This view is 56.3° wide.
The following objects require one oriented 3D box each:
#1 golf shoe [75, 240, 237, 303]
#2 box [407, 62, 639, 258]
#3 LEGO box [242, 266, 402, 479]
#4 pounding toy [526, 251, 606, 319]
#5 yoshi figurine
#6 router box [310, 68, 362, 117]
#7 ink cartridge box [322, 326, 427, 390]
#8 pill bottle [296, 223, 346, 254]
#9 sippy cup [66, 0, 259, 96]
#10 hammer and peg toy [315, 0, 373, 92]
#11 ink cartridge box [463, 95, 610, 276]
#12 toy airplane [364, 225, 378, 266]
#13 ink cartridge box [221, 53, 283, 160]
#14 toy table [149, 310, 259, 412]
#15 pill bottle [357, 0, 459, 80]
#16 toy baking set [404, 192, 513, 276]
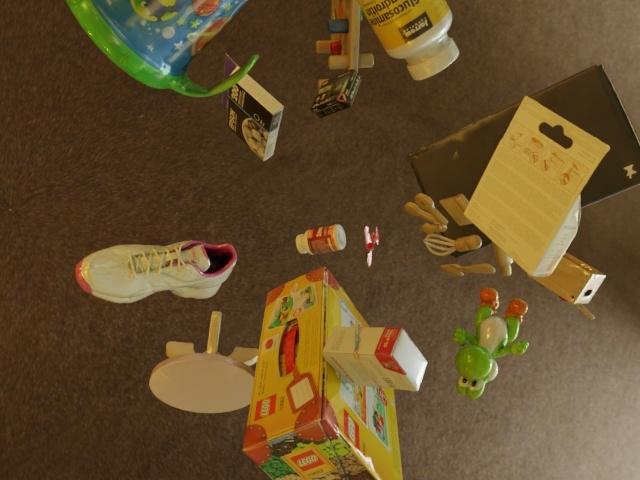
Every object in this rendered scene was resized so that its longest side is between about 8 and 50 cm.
[{"bbox_3d":[-0.293,0.042,1.116,0.306,0.140,0.115,0,63,-46],"label":"golf shoe"},{"bbox_3d":[0.536,-0.194,1.583,0.479,0.471,0.298,-24,90,19],"label":"box"},{"bbox_3d":[0.022,0.371,1.449,0.193,0.500,0.373,-26,119,18],"label":"LEGO box"},{"bbox_3d":[0.519,0.090,1.248,0.141,0.130,0.100,7,115,-51],"label":"pounding toy"},{"bbox_3d":[0.530,0.322,1.904,0.203,0.203,0.362,40,63,-18],"label":"yoshi figurine"},{"bbox_3d":[0.039,-0.361,1.475,0.038,0.122,0.092,36,64,-32],"label":"router box"},{"bbox_3d":[0.111,0.243,1.242,0.127,0.175,0.072,53,49,-33],"label":"ink cartridge box"},{"bbox_3d":[0.000,0.000,1.964,0.086,0.151,0.086,-11,90,-67],"label":"pill bottle"},{"bbox_3d":[-0.220,-0.385,0.889,0.305,0.224,0.240,32,33,-53],"label":"sippy cup"},{"bbox_3d":[0.070,-0.562,1.688,0.127,0.266,0.362,-5,120,-10],"label":"hammer and peg toy"},{"bbox_3d":[0.270,-0.068,0.751,0.045,0.145,0.179,4,122,-33],"label":"ink cartridge box"},{"bbox_3d":[0.170,0.010,1.981,0.151,0.028,0.151,2,90,-72],"label":"toy airplane"},{"bbox_3d":[-0.191,-0.334,1.524,0.208,0.206,0.045,45,64,11],"label":"ink cartridge box"},{"bbox_3d":[-0.295,0.333,1.579,0.274,0.161,0.252,17,115,-12],"label":"toy table"},{"bbox_3d":[0.117,-0.320,0.825,0.103,0.103,0.184,-45,114,-18],"label":"pill bottle"},{"bbox_3d":[0.251,-0.005,1.057,0.030,0.196,0.256,-51,136,-19],"label":"toy baking set"}]
